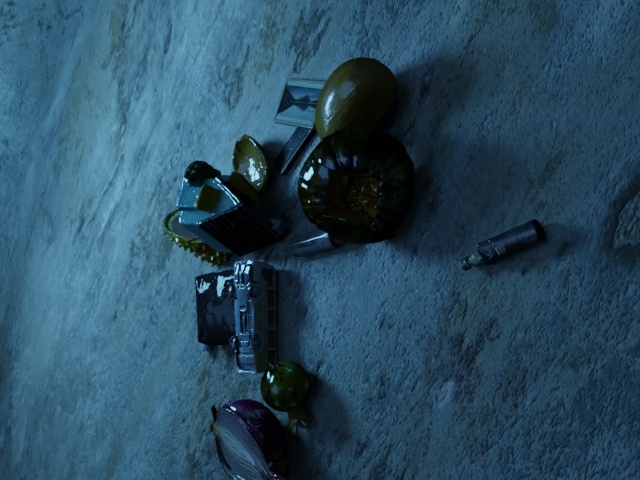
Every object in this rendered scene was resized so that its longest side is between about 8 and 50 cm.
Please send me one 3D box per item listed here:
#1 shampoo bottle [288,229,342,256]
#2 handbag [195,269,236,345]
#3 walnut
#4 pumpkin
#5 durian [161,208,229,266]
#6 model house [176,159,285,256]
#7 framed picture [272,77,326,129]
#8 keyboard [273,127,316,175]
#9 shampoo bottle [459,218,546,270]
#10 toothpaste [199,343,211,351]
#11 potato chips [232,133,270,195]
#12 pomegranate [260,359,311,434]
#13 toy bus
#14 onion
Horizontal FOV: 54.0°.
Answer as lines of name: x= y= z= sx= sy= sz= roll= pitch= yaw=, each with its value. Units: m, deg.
shampoo bottle: x=0.000 y=0.000 z=1.837 sx=0.214 sy=0.072 sz=0.072 roll=-15 pitch=75 yaw=39
handbag: x=-0.312 y=0.219 z=2.060 sx=0.222 sy=0.080 sz=0.247 roll=-10 pitch=78 yaw=30
walnut: x=0.082 y=-0.366 z=1.728 sx=0.298 sy=0.203 sz=0.203 roll=-49 pitch=56 yaw=30
pumpkin: x=0.093 y=-0.142 z=1.640 sx=0.320 sy=0.192 sz=0.321 roll=4 pitch=110 yaw=11
durian: x=-0.435 y=-0.027 z=2.146 sx=0.305 sy=0.195 sz=0.186 roll=43 pitch=119 yaw=34
model house: x=-0.253 y=-0.100 z=1.921 sx=0.248 sy=0.280 sz=0.230 roll=3 pitch=70 yaw=25
framed picture: x=-0.064 y=-0.429 z=1.962 sx=0.203 sy=0.015 sz=0.150 roll=22 pitch=95 yaw=46
keyboard: x=-0.071 y=-0.309 z=1.969 sx=0.231 sy=0.023 sz=0.072 roll=-52 pitch=48 yaw=23
shampoo bottle: x=0.421 y=0.017 z=1.474 sx=0.207 sy=0.063 sz=0.057 roll=-29 pitch=77 yaw=34
toothpaste: x=-0.380 y=0.282 z=2.157 sx=0.067 sy=0.042 sz=0.195 roll=2 pitch=81 yaw=41
potato chips: x=-0.216 y=-0.243 z=2.055 sx=0.208 sy=0.061 sz=0.195 roll=42 pitch=128 yaw=35
pomegranate: x=-0.102 y=0.452 z=1.819 sx=0.156 sy=0.156 sz=0.220 roll=7 pitch=99 yaw=41
toy bus: x=-0.200 y=0.235 z=1.937 sx=0.097 sy=0.138 sz=0.343 roll=-6 pitch=82 yaw=40
onion: x=-0.161 y=0.611 z=1.839 sx=0.348 sy=0.159 sz=0.267 roll=31 pitch=129 yaw=35
